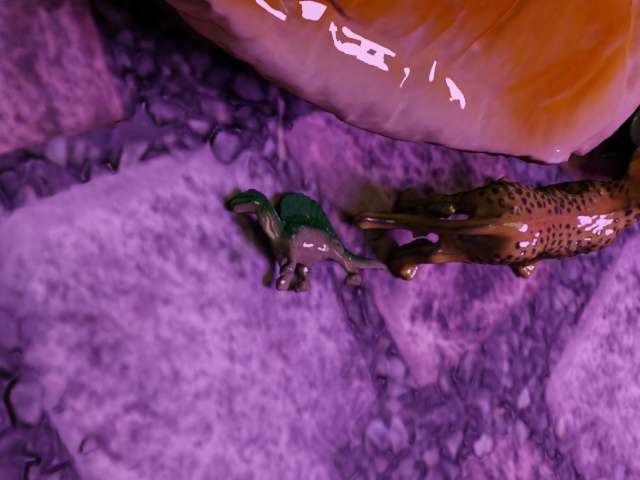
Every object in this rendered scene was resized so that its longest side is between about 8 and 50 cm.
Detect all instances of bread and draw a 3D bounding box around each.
[{"bbox_3d":[0.046,-0.191,0.706,0.388,0.183,0.236,22,112,-39],"label":"bread"}]

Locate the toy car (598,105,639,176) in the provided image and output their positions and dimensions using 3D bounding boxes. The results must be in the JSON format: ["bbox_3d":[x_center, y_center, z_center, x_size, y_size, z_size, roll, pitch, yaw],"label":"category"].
[{"bbox_3d":[0.362,-0.062,0.890,0.193,0.301,0.118,30,66,-37],"label":"toy car"}]

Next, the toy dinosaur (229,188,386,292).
[{"bbox_3d":[0.000,0.000,0.753,0.119,0.029,0.060,7,65,-39],"label":"toy dinosaur"}]

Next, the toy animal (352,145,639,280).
[{"bbox_3d":[0.127,-0.017,0.788,0.181,0.136,0.073,-2,83,-40],"label":"toy animal"}]
